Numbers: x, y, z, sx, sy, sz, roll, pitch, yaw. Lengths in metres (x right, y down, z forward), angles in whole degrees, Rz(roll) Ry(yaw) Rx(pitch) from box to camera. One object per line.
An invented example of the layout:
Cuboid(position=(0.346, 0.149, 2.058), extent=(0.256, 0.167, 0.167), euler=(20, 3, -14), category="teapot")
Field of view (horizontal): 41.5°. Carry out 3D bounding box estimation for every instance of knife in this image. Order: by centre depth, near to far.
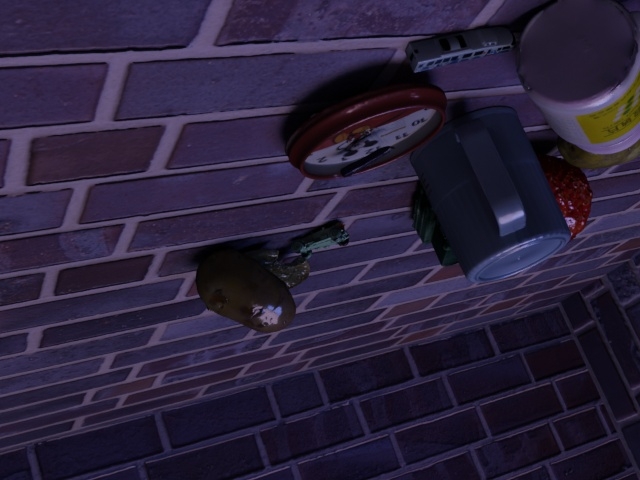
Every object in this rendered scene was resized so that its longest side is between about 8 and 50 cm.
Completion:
Cuboid(position=(0.089, -0.153, 1.606), extent=(0.121, 0.018, 0.031), euler=(-30, 165, 29), category="knife")

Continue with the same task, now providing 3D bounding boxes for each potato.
Cuboid(position=(0.661, -0.248, 1.977), extent=(0.228, 0.149, 0.197), euler=(-14, 174, -15), category="potato")
Cuboid(position=(-0.173, 0.122, 2.011), extent=(0.262, 0.165, 0.165), euler=(27, 143, -13), category="potato")

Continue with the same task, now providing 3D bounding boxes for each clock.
Cuboid(position=(0.085, -0.210, 1.581), extent=(0.318, 0.080, 0.318), euler=(-19, 166, -5), category="clock")

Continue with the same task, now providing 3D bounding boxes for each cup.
Cuboid(position=(0.384, -0.106, 1.822), extent=(0.256, 0.311, 0.331), euler=(-14, 160, -21), category="cup")

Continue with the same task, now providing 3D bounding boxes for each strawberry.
Cuboid(position=(0.534, -0.113, 2.104), extent=(0.257, 0.257, 0.276), euler=(-31, 146, 27), category="strawberry")

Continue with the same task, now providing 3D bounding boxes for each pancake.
Cuboid(position=(-0.156, 0.082, 2.155), extent=(0.253, 0.037, 0.254), euler=(-6, 155, -3), category="pancake")

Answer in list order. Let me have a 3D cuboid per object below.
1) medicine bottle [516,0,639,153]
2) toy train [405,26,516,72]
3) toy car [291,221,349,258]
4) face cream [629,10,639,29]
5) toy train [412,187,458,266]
Cuboid(position=(0.508, -0.295, 1.585), extent=(0.213, 0.214, 0.378), euler=(-28, 161, 20), category="medicine bottle")
Cuboid(position=(0.249, -0.335, 1.460), extent=(0.207, 0.043, 0.047), euler=(-15, 161, -17), category="toy train")
Cuboid(position=(0.000, 0.000, 2.120), extent=(0.143, 0.054, 0.073), euler=(-19, 161, 17), category="toy car")
Cuboid(position=(0.732, -0.406, 1.611), extent=(0.369, 0.145, 0.145), euler=(-8, 158, -38), category="face cream")
Cuboid(position=(0.325, -0.044, 2.150), extent=(0.138, 0.178, 0.330), euler=(-20, 160, -4), category="toy train")
